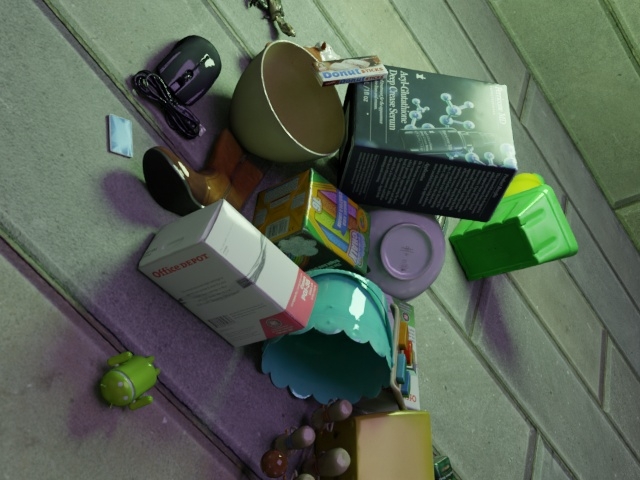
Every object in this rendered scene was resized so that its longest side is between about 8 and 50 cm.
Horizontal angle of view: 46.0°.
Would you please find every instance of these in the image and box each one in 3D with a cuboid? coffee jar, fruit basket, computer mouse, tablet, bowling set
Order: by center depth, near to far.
[{"bbox_3d":[-0.399,-0.209,1.504,0.054,0.006,0.083,15,61,-48],"label":"tablet"},{"bbox_3d":[-0.049,0.448,1.524,0.200,0.154,0.287,19,57,-24],"label":"bowling set"},{"bbox_3d":[-0.285,-0.370,1.678,0.188,0.072,0.272,46,41,-26],"label":"computer mouse"},{"bbox_3d":[0.305,0.644,1.895,0.096,0.079,0.184,-8,79,-53],"label":"coffee jar"},{"bbox_3d":[0.645,-0.052,2.448,0.392,0.392,0.283,-30,96,-54],"label":"fruit basket"}]

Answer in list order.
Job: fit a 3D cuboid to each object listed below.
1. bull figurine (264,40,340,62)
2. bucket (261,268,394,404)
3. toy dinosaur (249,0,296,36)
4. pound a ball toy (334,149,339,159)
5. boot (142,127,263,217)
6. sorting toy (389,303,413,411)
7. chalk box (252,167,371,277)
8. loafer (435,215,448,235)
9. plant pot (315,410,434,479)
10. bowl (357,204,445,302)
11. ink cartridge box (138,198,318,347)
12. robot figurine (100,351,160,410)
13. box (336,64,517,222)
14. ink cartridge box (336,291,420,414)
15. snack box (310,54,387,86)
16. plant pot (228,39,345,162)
[{"bbox_3d":[-0.045,-0.444,1.999,0.310,0.101,0.188,-13,84,-54],"label":"bull figurine"},{"bbox_3d":[0.022,0.204,1.613,0.281,0.281,0.183,42,38,-31],"label":"bucket"},{"bbox_3d":[-0.144,-0.664,2.027,0.118,0.064,0.268,3,68,-58],"label":"toy dinosaur"},{"bbox_3d":[0.162,-0.129,2.076,0.136,0.208,0.319,-34,88,-31],"label":"pound a ball toy"},{"bbox_3d":[-0.237,-0.158,1.610,0.264,0.096,0.280,48,40,-24],"label":"boot"},{"bbox_3d":[0.185,0.272,1.702,0.193,0.038,0.208,67,22,-57],"label":"sorting toy"},{"bbox_3d":[0.000,0.000,1.760,0.289,0.180,0.179,36,46,-37],"label":"chalk box"},{"bbox_3d":[0.356,-0.110,2.347,0.084,0.096,0.267,37,48,-27],"label":"loafer"},{"bbox_3d":[0.104,0.481,1.634,0.187,0.212,0.212,19,57,-33],"label":"plant pot"},{"bbox_3d":[0.197,0.024,1.897,0.298,0.134,0.297,0,92,-13],"label":"bowl"},{"bbox_3d":[-0.176,0.071,1.467,0.283,0.207,0.117,45,45,-29],"label":"ink cartridge box"},{"bbox_3d":[-0.331,0.242,1.303,0.115,0.067,0.101,-33,105,-53],"label":"robot figurine"},{"bbox_3d":[0.252,-0.242,1.858,0.396,0.212,0.293,8,54,-6],"label":"box"},{"bbox_3d":[0.136,0.276,1.837,0.201,0.117,0.278,26,54,-43],"label":"ink cartridge box"},{"bbox_3d":[0.069,-0.402,1.783,0.178,0.022,0.064,-13,61,-25],"label":"snack box"},{"bbox_3d":[-0.105,-0.298,1.769,0.284,0.191,0.284,28,52,-42],"label":"plant pot"}]
